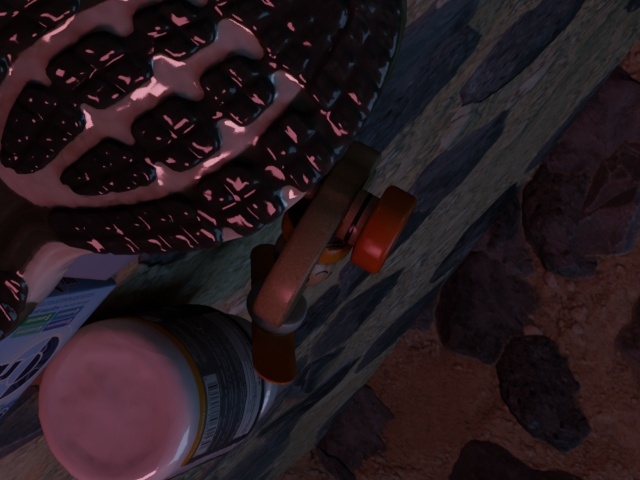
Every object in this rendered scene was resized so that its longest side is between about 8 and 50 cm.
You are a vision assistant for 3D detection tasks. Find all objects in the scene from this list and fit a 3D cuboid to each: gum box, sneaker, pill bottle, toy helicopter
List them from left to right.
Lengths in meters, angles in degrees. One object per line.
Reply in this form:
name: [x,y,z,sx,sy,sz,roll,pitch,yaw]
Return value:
gum box: [-0.263,0.092,1.151,0.184,0.041,0.157,-47,168,15]
sneaker: [-0.109,-0.085,0.734,0.410,0.158,0.182,-21,-150,43]
pill bottle: [-0.147,0.147,1.439,0.162,0.162,0.278,-47,169,13]
toy helicopter: [0.000,0.000,1.495,0.235,0.140,0.355,-63,177,17]

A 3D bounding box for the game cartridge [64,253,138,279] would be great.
game cartridge: [-0.089,-0.084,1.064,0.294,0.060,0.196,-41,166,6]
